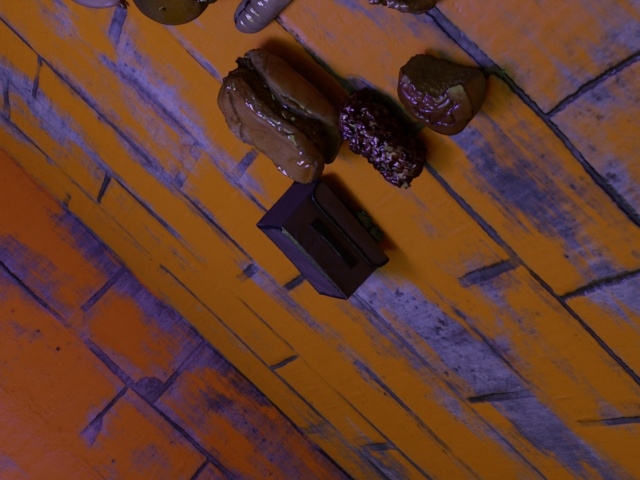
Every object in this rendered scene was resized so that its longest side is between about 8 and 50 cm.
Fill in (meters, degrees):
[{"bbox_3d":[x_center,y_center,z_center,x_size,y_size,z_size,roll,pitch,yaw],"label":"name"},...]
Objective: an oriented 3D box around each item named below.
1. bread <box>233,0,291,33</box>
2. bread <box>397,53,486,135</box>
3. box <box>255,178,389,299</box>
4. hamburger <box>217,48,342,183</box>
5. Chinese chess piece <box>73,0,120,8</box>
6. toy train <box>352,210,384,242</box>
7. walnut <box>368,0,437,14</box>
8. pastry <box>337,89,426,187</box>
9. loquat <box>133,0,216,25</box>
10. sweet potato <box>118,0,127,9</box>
[{"bbox_3d":[-0.114,-0.442,1.600,0.073,0.053,0.214,52,153,-11],"label":"bread"},{"bbox_3d":[0.205,-0.240,1.428,0.156,0.086,0.125,23,150,36],"label":"bread"},{"bbox_3d":[0.000,0.000,1.983,0.252,0.153,0.188,48,166,-16],"label":"box"},{"bbox_3d":[-0.081,-0.255,1.738,0.283,0.145,0.259,37,165,1],"label":"hamburger"},{"bbox_3d":[-0.425,-0.574,1.616,0.104,0.257,0.257,3,164,-21],"label":"Chinese chess piece"},{"bbox_3d":[0.108,-0.031,1.958,0.092,0.029,0.045,49,161,-17],"label":"toy train"},{"bbox_3d":[0.103,-0.416,1.320,0.170,0.069,0.143,32,154,26],"label":"walnut"},{"bbox_3d":[0.114,-0.194,1.624,0.208,0.097,0.115,44,144,-2],"label":"pastry"},{"bbox_3d":[-0.283,-0.498,1.638,0.204,0.149,0.172,20,145,22],"label":"loquat"},{"bbox_3d":[-0.535,-0.600,1.932,0.226,0.068,0.068,46,154,-15],"label":"sweet potato"}]
